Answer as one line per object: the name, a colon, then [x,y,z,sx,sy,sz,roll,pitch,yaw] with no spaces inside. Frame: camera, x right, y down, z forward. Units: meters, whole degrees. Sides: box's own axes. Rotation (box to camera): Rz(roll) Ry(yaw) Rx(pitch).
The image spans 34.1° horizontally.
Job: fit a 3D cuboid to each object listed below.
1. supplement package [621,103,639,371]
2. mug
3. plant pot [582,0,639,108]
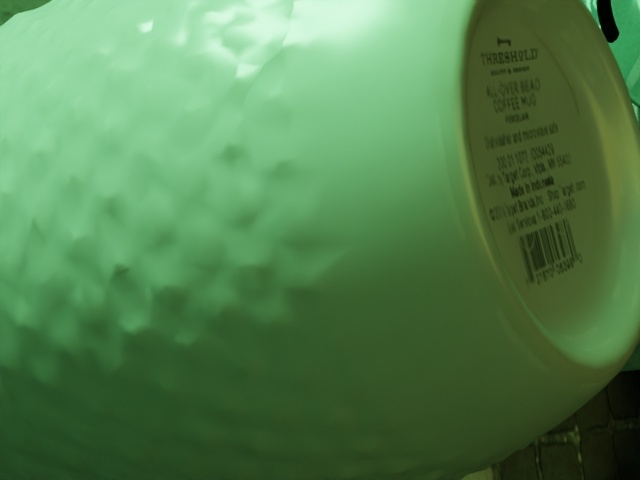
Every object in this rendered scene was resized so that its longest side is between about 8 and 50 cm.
supplement package: [0.284,0.002,1.025,0.203,0.149,0.194,34,54,-42]
mug: [0.000,0.000,0.532,0.374,0.328,0.276,5,77,-50]
plant pot: [0.420,-0.185,0.903,0.334,0.341,0.341,13,70,-42]
